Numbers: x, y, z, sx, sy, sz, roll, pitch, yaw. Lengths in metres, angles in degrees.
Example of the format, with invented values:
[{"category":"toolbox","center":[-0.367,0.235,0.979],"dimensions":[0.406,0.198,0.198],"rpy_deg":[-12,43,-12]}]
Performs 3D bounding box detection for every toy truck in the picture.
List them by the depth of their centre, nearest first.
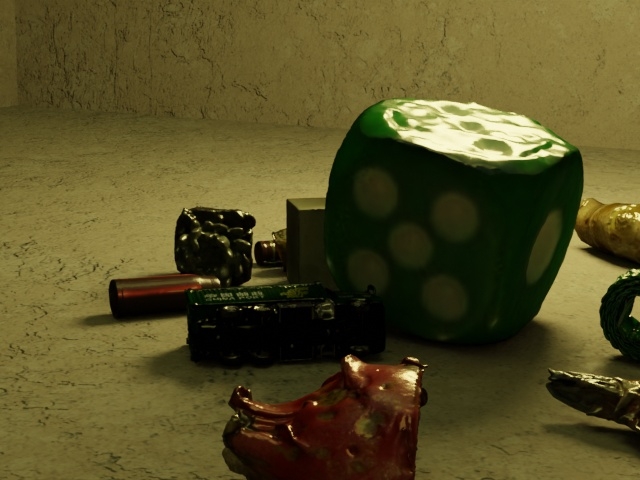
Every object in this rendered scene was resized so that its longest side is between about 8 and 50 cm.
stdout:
[{"category":"toy truck","center":[-0.047,0.111,1.631],"dimensions":[0.259,0.088,0.121],"rpy_deg":[-2,13,-10]}]

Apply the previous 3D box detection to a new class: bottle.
[{"category":"bottle","center":[-0.228,0.081,1.817],"dimensions":[0.164,0.060,0.060],"rpy_deg":[-4,14,-24]}]

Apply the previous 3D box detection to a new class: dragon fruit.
[{"category":"dragon fruit","center":[0.004,0.186,1.195],"dimensions":[0.211,0.134,0.262],"rpy_deg":[-1,12,2]}]

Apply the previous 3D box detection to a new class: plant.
[{"category":"plant","center":[-0.172,0.008,1.979],"dimensions":[0.132,0.129,0.194],"rpy_deg":[0,10,-9]}]

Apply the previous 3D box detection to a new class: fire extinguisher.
[{"category":"fire extinguisher","center":[-0.036,0.018,2.147],"dimensions":[0.158,0.043,0.064],"rpy_deg":[-4,43,-20]}]

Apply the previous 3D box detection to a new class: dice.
[{"category":"dice","center":[0.192,-0.037,1.764],"dimensions":[0.300,0.287,0.297],"rpy_deg":[19,26,25]}]

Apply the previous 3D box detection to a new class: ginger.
[{"category":"ginger","center":[0.562,-0.017,2.220],"dimensions":[0.116,0.109,0.263],"rpy_deg":[-11,15,-22]}]

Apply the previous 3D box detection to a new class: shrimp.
[{"category":"shrimp","center":[0.390,0.201,1.338],"dimensions":[0.317,0.062,0.164],"rpy_deg":[11,18,27]}]

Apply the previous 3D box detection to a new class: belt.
[{"category":"belt","center":[0.448,0.105,1.632],"dimensions":[0.151,0.121,0.079],"rpy_deg":[24,15,13]}]

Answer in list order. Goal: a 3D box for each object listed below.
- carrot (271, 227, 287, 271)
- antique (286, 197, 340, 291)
[{"category":"carrot","center":[0.000,0.000,2.099],"dimensions":[0.173,0.082,0.082],"rpy_deg":[-13,16,-15]},{"category":"antique","center":[0.024,0.005,1.983],"dimensions":[0.152,0.147,0.148],"rpy_deg":[-2,10,-12]}]
